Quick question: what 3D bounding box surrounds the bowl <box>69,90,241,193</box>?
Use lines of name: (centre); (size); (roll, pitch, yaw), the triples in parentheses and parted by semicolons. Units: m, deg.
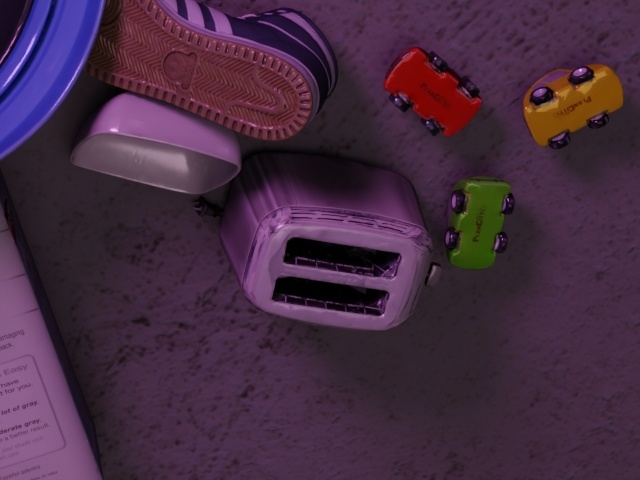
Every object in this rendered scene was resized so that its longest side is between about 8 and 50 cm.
bowl: (-0.147, -0.091, 1.453); (0.142, 0.142, 0.053); (13, 76, -20)

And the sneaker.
sneaker: (-0.115, -0.183, 1.434); (0.282, 0.153, 0.099); (28, 114, 8)

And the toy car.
toy car: (0.159, -0.080, 1.563); (0.239, 0.053, 0.225); (3, 116, -14)

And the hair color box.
hair color box: (-0.346, 0.084, 1.498); (0.185, 0.114, 0.375); (-17, 120, -4)

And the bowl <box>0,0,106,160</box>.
bowl: (-0.347, -0.223, 1.239); (0.391, 0.077, 0.391); (-15, 115, -34)

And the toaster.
toaster: (0.000, 0.000, 1.514); (0.226, 0.146, 0.129); (10, 113, -17)
